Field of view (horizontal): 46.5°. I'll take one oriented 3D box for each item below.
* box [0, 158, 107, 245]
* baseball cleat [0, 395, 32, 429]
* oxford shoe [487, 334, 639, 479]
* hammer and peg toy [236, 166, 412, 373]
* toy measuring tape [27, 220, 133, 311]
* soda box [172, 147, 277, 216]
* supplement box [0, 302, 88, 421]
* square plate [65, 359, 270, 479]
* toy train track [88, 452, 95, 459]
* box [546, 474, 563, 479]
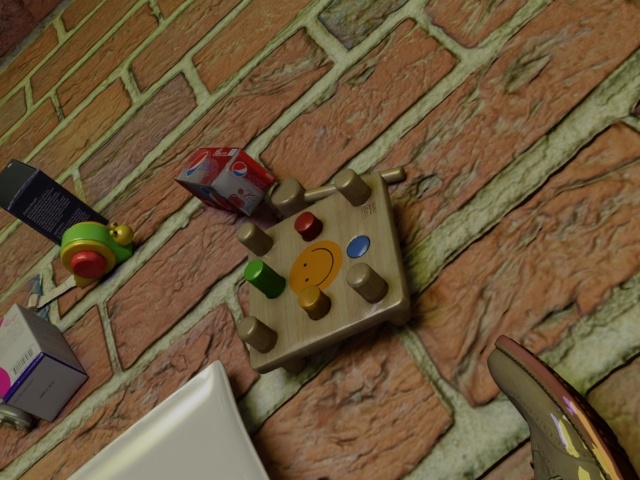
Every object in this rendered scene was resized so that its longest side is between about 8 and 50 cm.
[{"bbox_3d":[-0.602,-0.071,1.640,0.153,0.207,0.108,20,73,48],"label":"box"},{"bbox_3d":[-0.614,0.306,1.453,0.206,0.072,0.109,1,52,37],"label":"baseball cleat"},{"bbox_3d":[0.241,0.236,0.726,0.130,0.123,0.348,-43,39,12],"label":"oxford shoe"},{"bbox_3d":[0.000,0.000,1.120,0.266,0.127,0.361,-26,44,23],"label":"hammer and peg toy"},{"bbox_3d":[-0.527,0.046,1.554,0.330,0.121,0.121,-28,44,21],"label":"toy measuring tape"},{"bbox_3d":[-0.177,-0.110,1.342,0.083,0.092,0.263,-55,24,-9],"label":"soda box"},{"bbox_3d":[-0.553,0.230,1.428,0.111,0.114,0.220,-51,41,-4],"label":"supplement box"},{"bbox_3d":[-0.226,0.359,1.003,0.344,0.049,0.347,-39,28,-2],"label":"square plate"},{"bbox_3d":[-0.353,0.373,1.215,0.083,0.014,0.048,24,68,43],"label":"toy train track"},{"bbox_3d":[0.154,0.299,0.623,0.093,0.156,0.158,-45,55,45],"label":"box"}]
